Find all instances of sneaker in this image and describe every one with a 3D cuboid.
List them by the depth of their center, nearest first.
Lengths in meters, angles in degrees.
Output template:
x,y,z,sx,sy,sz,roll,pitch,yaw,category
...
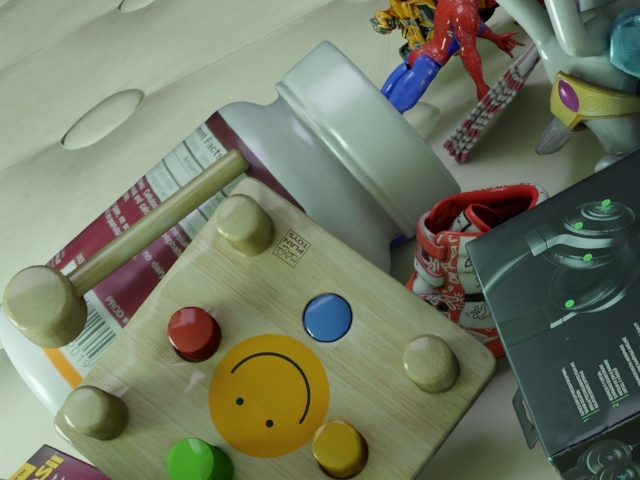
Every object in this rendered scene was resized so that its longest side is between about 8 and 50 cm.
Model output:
x,y,z,sx,sy,sz,roll,pitch,yaw,category
0.089,0.048,1.255,0.270,0.145,0.090,-24,31,13,sneaker

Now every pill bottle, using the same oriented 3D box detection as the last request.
x,y,z,sx,sy,sz,roll,pitch,yaw,category
-0.079,0.016,1.376,0.392,0.224,0.224,-41,26,2,pill bottle

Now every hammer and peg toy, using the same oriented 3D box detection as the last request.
x,y,z,sx,sy,sz,roll,pitch,yaw,category
-0.074,0.081,1.166,0.361,0.127,0.266,37,85,18,hammer and peg toy

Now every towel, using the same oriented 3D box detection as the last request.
x,y,z,sx,sy,sz,roll,pitch,yaw,category
0.204,-0.167,1.536,0.144,0.029,0.197,-48,-2,-28,towel

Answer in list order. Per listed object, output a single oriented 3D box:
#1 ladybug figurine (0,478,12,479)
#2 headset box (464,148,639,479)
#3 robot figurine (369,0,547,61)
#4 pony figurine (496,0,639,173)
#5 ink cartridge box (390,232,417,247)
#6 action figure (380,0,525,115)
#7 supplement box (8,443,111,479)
x,y,z,sx,sy,sz,roll,pitch,yaw,category
-0.270,0.315,1.076,0.449,0.162,0.305,13,75,36,ladybug figurine
0.257,0.055,1.055,0.283,0.131,0.246,-29,34,9,headset box
0.190,-0.310,1.720,0.291,0.211,0.085,-32,49,0,robot figurine
0.256,-0.167,1.291,0.302,0.363,0.351,-19,14,39,pony figurine
0.000,0.000,1.566,0.206,0.045,0.208,-27,26,15,ink cartridge box
0.133,-0.167,1.669,0.280,0.139,0.091,-51,26,16,action figure
-0.217,0.258,1.337,0.104,0.081,0.188,-46,28,-22,supplement box
